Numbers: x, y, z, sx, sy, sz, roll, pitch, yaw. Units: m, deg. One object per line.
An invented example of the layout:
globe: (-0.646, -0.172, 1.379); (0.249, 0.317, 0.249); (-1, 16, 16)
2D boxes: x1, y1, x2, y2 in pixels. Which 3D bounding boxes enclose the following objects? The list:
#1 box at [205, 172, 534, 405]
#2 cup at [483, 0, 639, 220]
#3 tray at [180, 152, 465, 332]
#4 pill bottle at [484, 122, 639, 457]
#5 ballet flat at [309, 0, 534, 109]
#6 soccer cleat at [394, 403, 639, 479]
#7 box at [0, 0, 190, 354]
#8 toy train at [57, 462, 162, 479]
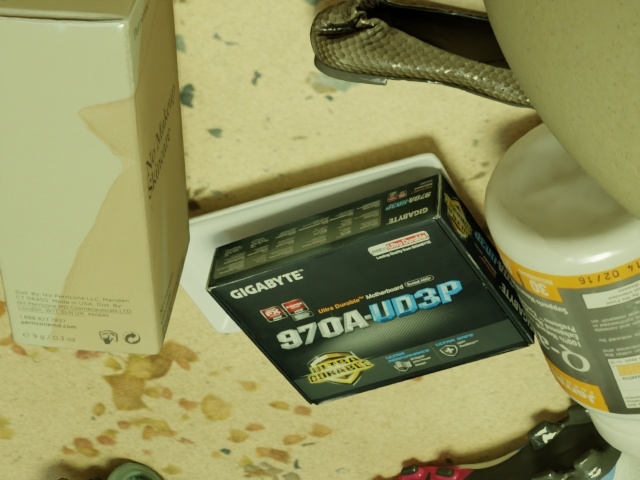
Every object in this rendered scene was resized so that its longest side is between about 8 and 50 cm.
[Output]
box: (0.044, 0.047, 1.275); (0.220, 0.051, 0.175); (-17, 132, 25)
cup: (0.271, -0.110, 0.891); (0.331, 0.237, 0.331); (-2, 135, -2)
tray: (0.000, 0.000, 1.292); (0.270, 0.030, 0.145); (-14, 134, 22)
pill bottle: (0.242, 0.041, 1.205); (0.162, 0.162, 0.278); (-11, 134, 19)
ballet flat: (0.116, -0.141, 1.095); (0.249, 0.084, 0.058); (7, 125, 7)
soccer cleat: (0.184, 0.270, 1.493); (0.331, 0.116, 0.143); (-27, 127, 31)
box: (-0.174, -0.075, 1.132); (0.121, 0.148, 0.311); (5, 133, 5)
toy train: (-0.150, 0.369, 1.595); (0.334, 0.190, 0.142); (31, 132, -23)
